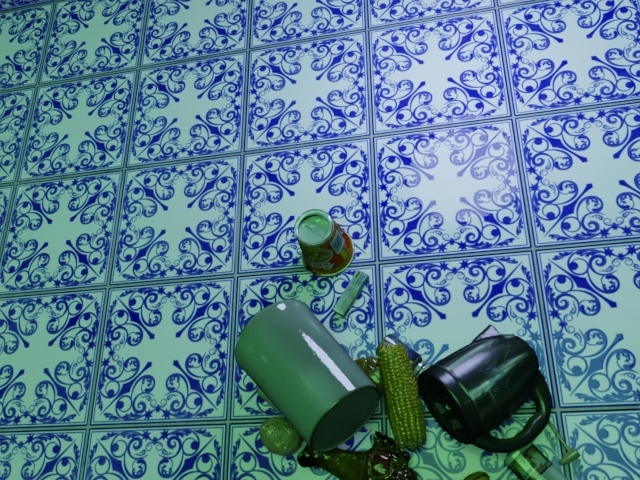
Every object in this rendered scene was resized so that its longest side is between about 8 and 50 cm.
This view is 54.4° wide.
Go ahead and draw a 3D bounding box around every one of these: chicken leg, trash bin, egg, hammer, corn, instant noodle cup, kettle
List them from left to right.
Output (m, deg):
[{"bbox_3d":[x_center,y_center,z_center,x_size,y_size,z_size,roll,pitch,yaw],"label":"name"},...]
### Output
[{"bbox_3d":[-0.117,0.587,1.878,0.140,0.116,0.118,26,46,-13],"label":"egg"},{"bbox_3d":[-0.055,0.374,1.826,0.280,0.280,0.432,-43,52,-6],"label":"trash bin"},{"bbox_3d":[0.000,0.000,2.048,0.193,0.212,0.193,-6,66,13],"label":"instant noodle cup"},{"bbox_3d":[0.126,0.398,1.921,0.228,0.088,0.103,19,83,28],"label":"chicken leg"},{"bbox_3d":[0.121,0.637,1.781,0.361,0.140,0.211,27,84,19],"label":"chicken leg"},{"bbox_3d":[0.236,0.450,1.809,0.115,0.115,0.317,-12,85,9],"label":"corn"},{"bbox_3d":[0.492,0.420,1.740,0.324,0.228,0.320,-28,73,-19],"label":"kettle"},{"bbox_3d":[0.647,0.534,1.757,0.060,0.028,0.195,-34,60,6],"label":"hammer"}]

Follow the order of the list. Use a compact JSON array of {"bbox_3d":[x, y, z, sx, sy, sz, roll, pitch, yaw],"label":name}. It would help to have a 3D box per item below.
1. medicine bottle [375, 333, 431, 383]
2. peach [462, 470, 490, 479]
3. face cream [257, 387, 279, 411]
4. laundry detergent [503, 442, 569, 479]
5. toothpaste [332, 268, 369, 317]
[{"bbox_3d":[0.267,0.373,1.890,0.203,0.083,0.083,36,80,23],"label":"medicine bottle"},{"bbox_3d":[0.429,0.678,1.731,0.078,0.050,0.083,21,83,-2],"label":"peach"},{"bbox_3d":[-0.094,0.513,1.912,0.224,0.114,0.070,32,109,31],"label":"face cream"},{"bbox_3d":[0.611,0.655,1.684,0.099,0.070,0.225,-31,62,-23],"label":"laundry detergent"},{"bbox_3d":[0.101,0.175,2.044,0.046,0.034,0.164,27,76,23],"label":"toothpaste"}]
